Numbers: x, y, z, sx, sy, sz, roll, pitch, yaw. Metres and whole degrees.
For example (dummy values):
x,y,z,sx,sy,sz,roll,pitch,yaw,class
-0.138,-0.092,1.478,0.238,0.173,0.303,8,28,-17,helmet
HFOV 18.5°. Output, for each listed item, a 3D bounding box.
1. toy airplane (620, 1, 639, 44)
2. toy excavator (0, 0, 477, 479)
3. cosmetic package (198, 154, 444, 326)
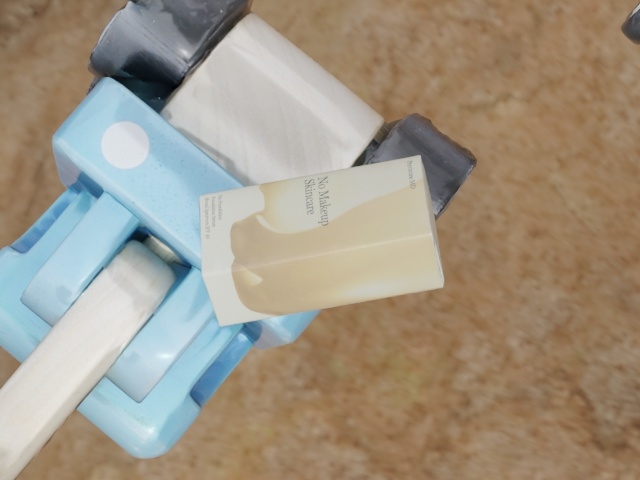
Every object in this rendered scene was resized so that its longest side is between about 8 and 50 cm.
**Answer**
x,y,z,sx,sy,sz,roll,pitch,yaw,class
0.386,-0.259,1.307,0.272,0.386,0.384,-47,47,53,toy airplane
-0.127,0.056,1.144,0.222,0.433,0.445,39,84,-2,toy excavator
0.000,0.000,0.973,0.115,0.041,0.060,-11,45,4,cosmetic package
